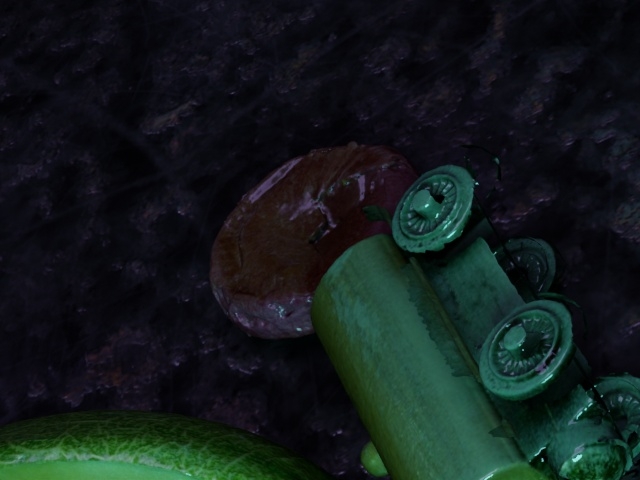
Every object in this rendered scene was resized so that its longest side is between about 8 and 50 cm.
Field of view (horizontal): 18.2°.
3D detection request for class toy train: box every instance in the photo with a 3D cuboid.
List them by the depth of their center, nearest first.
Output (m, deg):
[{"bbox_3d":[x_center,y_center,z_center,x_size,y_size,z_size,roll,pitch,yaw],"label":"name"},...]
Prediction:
[{"bbox_3d":[0.088,0.073,1.288,0.189,0.126,0.307,-35,40,6],"label":"toy train"}]

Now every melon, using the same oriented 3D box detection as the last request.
[{"bbox_3d":[-0.115,0.174,1.363,0.323,0.196,0.124,-9,83,23],"label":"melon"}]

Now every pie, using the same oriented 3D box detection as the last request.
[{"bbox_3d":[0.000,0.000,1.487,0.182,0.049,0.182,-22,38,18],"label":"pie"}]
